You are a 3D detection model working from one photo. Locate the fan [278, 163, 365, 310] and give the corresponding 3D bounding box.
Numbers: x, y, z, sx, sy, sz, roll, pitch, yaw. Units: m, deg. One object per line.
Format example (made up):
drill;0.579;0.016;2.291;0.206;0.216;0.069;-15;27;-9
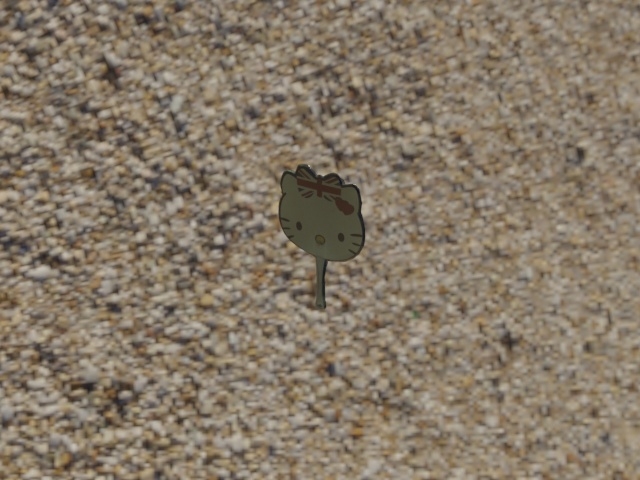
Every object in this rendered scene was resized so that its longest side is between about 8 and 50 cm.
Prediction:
fan;0.000;0.000;0.686;0.004;0.056;0.083;-30;129;-50
